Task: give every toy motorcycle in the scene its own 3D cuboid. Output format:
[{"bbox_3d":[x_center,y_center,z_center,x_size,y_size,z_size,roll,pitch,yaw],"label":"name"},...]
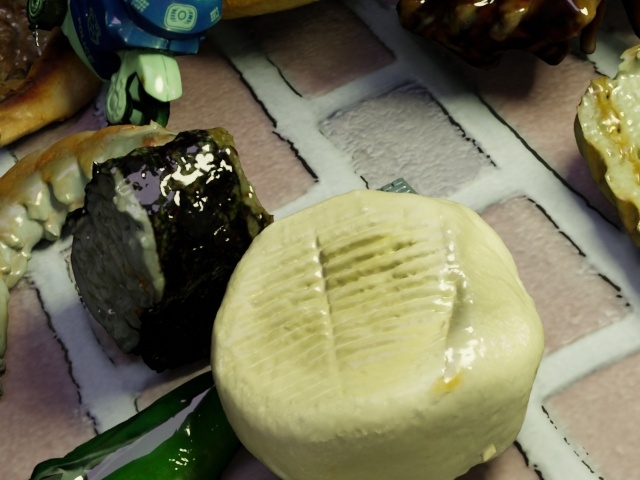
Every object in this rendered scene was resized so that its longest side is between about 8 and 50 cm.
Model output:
[{"bbox_3d":[-0.181,-0.239,1.512,0.125,0.196,0.331,5,48,-34],"label":"toy motorcycle"}]

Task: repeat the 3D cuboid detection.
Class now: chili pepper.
[{"bbox_3d":[-0.114,0.142,1.160,0.216,0.062,0.108,-33,40,-20],"label":"chili pepper"}]

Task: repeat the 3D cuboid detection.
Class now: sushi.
[{"bbox_3d":[-0.107,0.009,1.224,0.115,0.212,0.147,-21,72,-23],"label":"sushi"}]

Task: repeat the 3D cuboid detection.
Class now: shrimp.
[{"bbox_3d":[-0.229,-0.009,1.384,0.185,0.068,0.287,20,54,41],"label":"shrimp"}]

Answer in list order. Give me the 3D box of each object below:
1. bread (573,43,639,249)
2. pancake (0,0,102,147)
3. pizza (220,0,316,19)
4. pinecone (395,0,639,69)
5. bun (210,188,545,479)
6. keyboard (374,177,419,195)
[{"bbox_3d":[0.272,-0.049,1.211,0.128,0.088,0.232,-27,44,5],"label":"bread"},{"bbox_3d":[-0.285,-0.188,1.614,0.212,0.056,0.257,-25,49,-26],"label":"pancake"},{"bbox_3d":[-0.079,-0.268,1.595,0.268,0.087,0.258,-10,26,27],"label":"pizza"},{"bbox_3d":[0.198,-0.329,1.379,0.397,0.398,0.398,-12,39,10],"label":"pinecone"},{"bbox_3d":[0.046,0.074,1.113,0.229,0.145,0.229,-16,53,22],"label":"bun"},{"bbox_3d":[0.000,0.001,1.319,0.176,0.014,0.055,-26,35,-9],"label":"keyboard"}]
